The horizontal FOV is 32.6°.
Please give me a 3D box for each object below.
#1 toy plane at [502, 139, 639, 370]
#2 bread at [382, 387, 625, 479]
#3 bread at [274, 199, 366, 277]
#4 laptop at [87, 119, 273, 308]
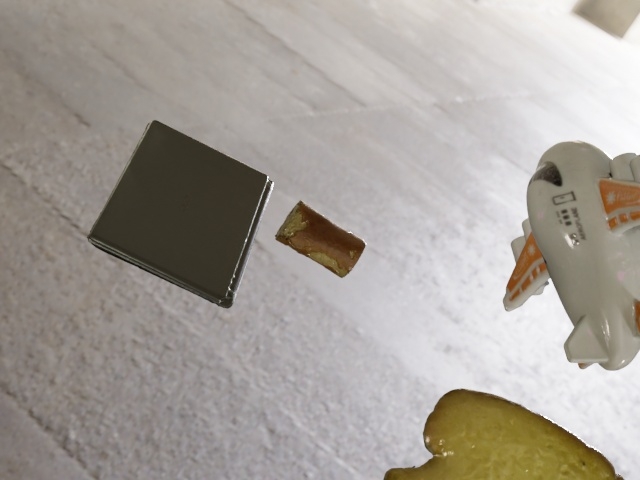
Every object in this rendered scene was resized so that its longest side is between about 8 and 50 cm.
[{"bbox_3d":[0.262,0.011,1.082,0.117,0.245,0.245,2,34,-28],"label":"toy plane"},{"bbox_3d":[0.126,0.194,0.722,0.187,0.149,0.065,33,-16,-2],"label":"bread"},{"bbox_3d":[0.000,0.000,1.060,0.083,0.047,0.036,32,-19,-14],"label":"bread"},{"bbox_3d":[-0.114,-0.026,0.937,0.129,0.016,0.180,26,38,-9],"label":"laptop"}]
